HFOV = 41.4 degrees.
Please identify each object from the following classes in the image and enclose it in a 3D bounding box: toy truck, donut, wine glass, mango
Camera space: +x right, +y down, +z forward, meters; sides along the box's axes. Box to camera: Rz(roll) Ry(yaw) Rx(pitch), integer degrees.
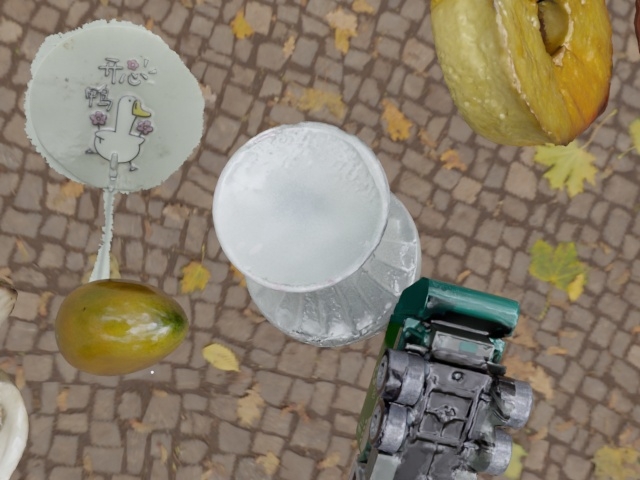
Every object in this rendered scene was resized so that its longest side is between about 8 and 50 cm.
[{"bbox_3d":[0.083,0.154,0.684,0.114,0.124,0.253,15,105,-7],"label":"toy truck"},{"bbox_3d":[0.142,-0.149,0.609,0.174,0.075,0.190,59,45,-30],"label":"donut"},{"bbox_3d":[0.000,0.000,0.688,0.165,0.196,0.164,-2,78,7],"label":"wine glass"},{"bbox_3d":[-0.180,0.076,0.758,0.111,0.163,0.089,-5,84,-17],"label":"mango"}]

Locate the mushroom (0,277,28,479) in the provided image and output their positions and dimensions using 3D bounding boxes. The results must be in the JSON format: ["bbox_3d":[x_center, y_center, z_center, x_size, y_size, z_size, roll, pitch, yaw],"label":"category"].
[{"bbox_3d":[-0.307,0.074,0.524,0.189,0.253,0.195,28,79,18],"label":"mushroom"}]

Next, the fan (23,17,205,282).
[{"bbox_3d":[-0.282,-0.092,1.146,0.233,0.012,0.414,5,116,-11],"label":"fan"}]

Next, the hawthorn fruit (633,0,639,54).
[{"bbox_3d":[0.211,-0.032,0.241,0.205,0.205,0.253,-24,95,-14],"label":"hawthorn fruit"}]
